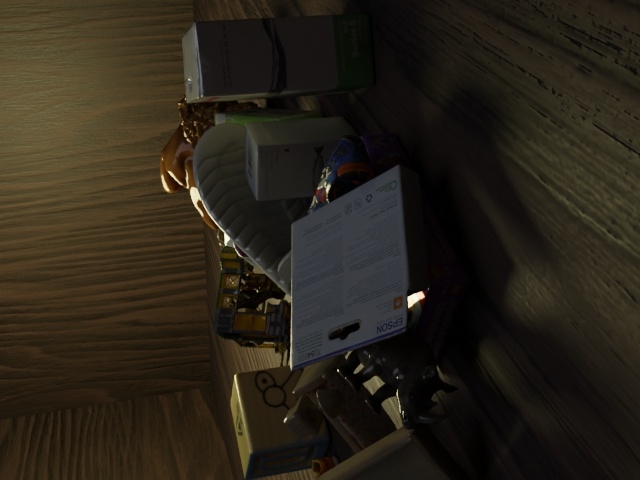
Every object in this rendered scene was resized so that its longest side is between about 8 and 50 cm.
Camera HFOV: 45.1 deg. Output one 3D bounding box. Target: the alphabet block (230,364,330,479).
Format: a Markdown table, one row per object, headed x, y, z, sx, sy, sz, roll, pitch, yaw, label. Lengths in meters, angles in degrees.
| x | y | z | sx | sy | sz | roll | pitch | yaw | label |
| --- | --- | --- | --- | --- | --- | --- | --- | --- | --- |
| -0.099 | 0.423 | 1.804 | 0.193 | 0.193 | 0.197 | 108 | 153 | -53 | alphabet block |

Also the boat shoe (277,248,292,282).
| x | y | z | sx | sy | sz | roll | pitch | yaw | label |
| --- | --- | --- | --- | --- | --- | --- | --- | --- | --- |
| 0.000 | 0.000 | 1.326 | 0.184 | 0.066 | 0.063 | -44 | 23 | 16 | boat shoe |

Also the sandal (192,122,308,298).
| x | y | z | sx | sy | sz | roll | pitch | yaw | label |
| --- | --- | --- | --- | --- | --- | --- | --- | --- | --- |
| -0.099 | -0.025 | 1.417 | 0.416 | 0.169 | 0.102 | 55 | 160 | 7 | sandal |

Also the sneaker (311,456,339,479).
| x | y | z | sx | sy | sz | roll | pitch | yaw | label |
| --- | --- | --- | --- | --- | --- | --- | --- | --- | --- |
| 0.024 | 0.521 | 1.618 | 0.175 | 0.068 | 0.064 | -136 | 43 | -65 | sneaker |

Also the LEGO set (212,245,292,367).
| x | y | z | sx | sy | sz | roll | pitch | yaw | label |
| --- | --- | --- | --- | --- | --- | --- | --- | --- | --- |
| -0.116 | 0.150 | 1.828 | 0.331 | 0.192 | 0.254 | 71 | -157 | -61 | LEGO set |

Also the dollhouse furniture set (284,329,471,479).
| x | y | z | sx | sy | sz | roll | pitch | yaw | label |
| --- | --- | --- | --- | --- | --- | --- | --- | --- | --- |
| 0.125 | 0.278 | 1.121 | 0.303 | 0.174 | 0.355 | 52 | -160 | -7 | dollhouse furniture set |

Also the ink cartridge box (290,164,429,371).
| x | y | z | sx | sy | sz | roll | pitch | yaw | label |
| --- | --- | --- | --- | --- | --- | --- | --- | --- | --- |
| 0.044 | 0.044 | 0.999 | 0.223 | 0.045 | 0.223 | -26 | 54 | 44 | ink cartridge box |

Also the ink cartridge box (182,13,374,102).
| x | y | z | sx | sy | sz | roll | pitch | yaw | label |
| --- | --- | --- | --- | --- | --- | --- | --- | --- | --- |
| -0.076 | -0.288 | 1.237 | 0.198 | 0.273 | 0.114 | -156 | 61 | -73 | ink cartridge box |

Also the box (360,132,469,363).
| x | y | z | sx | sy | sz | roll | pitch | yaw | label |
| --- | --- | --- | --- | --- | --- | --- | --- | --- | --- |
| 0.109 | 0.017 | 1.093 | 0.200 | 0.057 | 0.293 | 99 | 159 | -46 | box |

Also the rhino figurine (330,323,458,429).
| x | y | z | sx | sy | sz | roll | pitch | yaw | label |
| --- | --- | --- | --- | --- | --- | --- | --- | --- | --- |
| 0.088 | 0.157 | 0.955 | 0.073 | 0.106 | 0.243 | 52 | 173 | -28 | rhino figurine |

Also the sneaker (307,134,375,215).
| x | y | z | sx | sy | sz | roll | pitch | yaw | label |
| --- | --- | --- | --- | --- | --- | --- | --- | --- | --- |
| 0.031 | -0.072 | 1.115 | 0.221 | 0.083 | 0.087 | 124 | 152 | -59 | sneaker |

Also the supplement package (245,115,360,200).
| x | y | z | sx | sy | sz | roll | pitch | yaw | label |
| --- | --- | --- | --- | --- | --- | --- | --- | --- | --- |
| -0.032 | -0.141 | 1.319 | 0.105 | 0.179 | 0.105 | -119 | 26 | -56 | supplement package |

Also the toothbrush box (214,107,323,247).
| x | y | z | sx | sy | sz | roll | pitch | yaw | label |
| --- | --- | --- | --- | --- | --- | --- | --- | --- | --- |
| -0.099 | -0.119 | 1.558 | 0.206 | 0.122 | 0.283 | 15 | 114 | 45 | toothbrush box |

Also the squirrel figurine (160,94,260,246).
| x | y | z | sx | sy | sz | roll | pitch | yaw | label |
| --- | --- | --- | --- | --- | --- | --- | --- | --- | --- |
| -0.226 | -0.163 | 1.895 | 0.397 | 0.281 | 0.370 | 97 | 154 | -49 | squirrel figurine |
